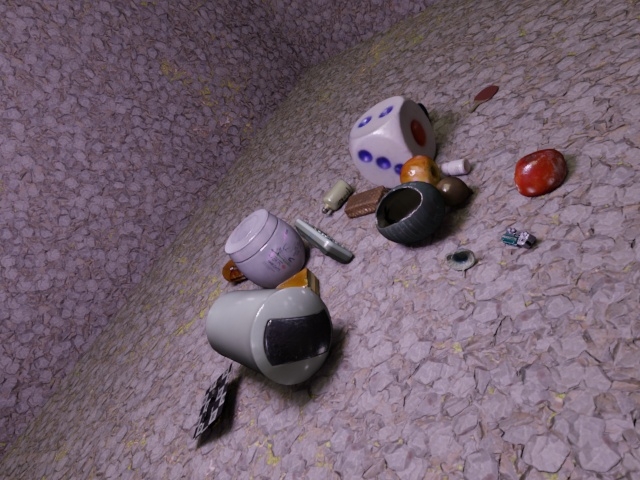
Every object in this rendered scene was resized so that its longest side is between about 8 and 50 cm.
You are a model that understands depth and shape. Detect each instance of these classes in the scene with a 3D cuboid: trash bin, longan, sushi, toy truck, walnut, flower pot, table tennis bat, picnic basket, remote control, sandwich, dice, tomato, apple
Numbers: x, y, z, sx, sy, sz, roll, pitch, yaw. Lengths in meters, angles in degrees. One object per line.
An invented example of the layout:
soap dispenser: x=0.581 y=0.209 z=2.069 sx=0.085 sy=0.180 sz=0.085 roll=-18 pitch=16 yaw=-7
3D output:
trash bin: x=-0.163 y=0.282 z=1.496 sx=0.432 sy=0.280 sz=0.280 roll=-5 pitch=46 yaw=54
longan: x=0.428 y=-0.158 z=1.529 sx=0.119 sy=0.106 sz=0.106 roll=-6 pitch=26 yaw=-13
sushi: x=-0.336 y=0.544 z=1.584 sx=0.192 sy=0.051 sz=0.215 roll=-48 pitch=20 yaw=25
toy truck: x=0.520 y=-0.005 z=1.254 sx=0.044 sy=0.039 sz=0.083 roll=-63 pitch=28 yaw=-1
walnut: x=-0.351 y=0.120 z=2.135 sx=0.207 sy=0.115 sz=0.115 roll=-26 pitch=32 yaw=16
flower pot: x=0.284 y=-0.087 z=1.513 sx=0.243 sy=0.157 sz=0.189 roll=-29 pitch=55 yaw=50
table tennis bat: x=0.641 y=-0.561 z=1.889 sx=0.156 sy=0.013 sz=0.087 roll=-47 pitch=30 yaw=-10
picnic basket: x=0.388 y=0.055 z=1.323 sx=0.083 sy=0.065 sz=0.083 roll=-17 pitch=16 yaw=32
remote control: x=0.000 y=0.000 z=1.820 sx=0.065 sy=0.128 sz=0.335 roll=-57 pitch=28 yaw=2
picnic basket: x=0.178 y=-0.153 z=1.878 sx=0.193 sy=0.055 sz=0.110 roll=-17 pitch=38 yaw=43
sandwich: x=-0.089 y=0.190 z=1.721 sx=0.163 sy=0.079 sz=0.113 roll=-32 pitch=29 yaw=17
dice: x=0.278 y=-0.376 z=1.845 sx=0.251 sy=0.259 sz=0.243 roll=-15 pitch=37 yaw=44
tomato: x=0.616 y=-0.210 z=1.356 sx=0.139 sy=0.091 sz=0.159 roll=-6 pitch=43 yaw=47
apple: x=0.346 y=-0.226 z=1.676 sx=0.147 sy=0.146 sz=0.146 roll=-31 pitch=30 yaw=21

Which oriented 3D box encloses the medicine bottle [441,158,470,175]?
medicine bottle: x=0.466 y=-0.250 z=1.641 sx=0.089 sy=0.052 sz=0.052 roll=-2 pitch=48 yaw=51

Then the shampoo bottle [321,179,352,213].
shampoo bottle: x=0.061 y=-0.179 z=2.035 sx=0.162 sy=0.079 sz=0.079 roll=-51 pitch=29 yaw=-15

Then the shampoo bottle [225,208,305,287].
shampoo bottle: x=-0.217 y=0.035 z=1.903 sx=0.273 sy=0.266 sz=0.273 roll=-32 pitch=31 yaw=22

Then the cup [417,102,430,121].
cup: x=0.390 y=-0.526 z=2.053 sx=0.138 sy=0.113 sz=0.150 roll=-19 pitch=38 yaw=35
